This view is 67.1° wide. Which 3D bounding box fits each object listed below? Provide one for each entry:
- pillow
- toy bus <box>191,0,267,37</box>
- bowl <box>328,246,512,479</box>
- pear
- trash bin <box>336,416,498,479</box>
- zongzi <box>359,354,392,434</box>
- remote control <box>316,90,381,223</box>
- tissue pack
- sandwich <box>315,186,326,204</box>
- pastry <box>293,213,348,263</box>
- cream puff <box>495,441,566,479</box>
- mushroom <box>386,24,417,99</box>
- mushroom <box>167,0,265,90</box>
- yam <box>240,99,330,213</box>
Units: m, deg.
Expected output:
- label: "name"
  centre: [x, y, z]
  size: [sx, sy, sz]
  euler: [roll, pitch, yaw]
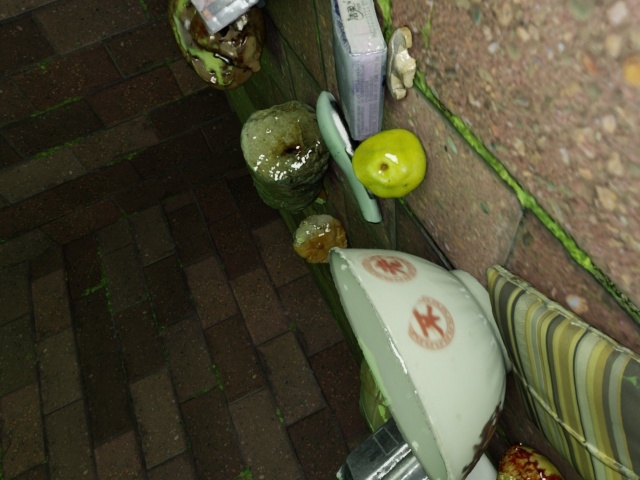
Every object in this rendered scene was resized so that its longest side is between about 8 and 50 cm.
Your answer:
- label: "pillow"
  centre: [0.233, 0.145, 0.448]
  size: [0.212, 0.052, 0.208]
  euler: [-129, 18, -68]
- label: "toy bus"
  centre: [-0.166, -0.451, 0.841]
  size: [0.138, 0.112, 0.317]
  euler: [54, -168, -29]
- label: "bowl"
  centre: [0.146, 0.134, 0.638]
  size: [0.337, 0.157, 0.337]
  euler: [156, 90, -83]
- label: "pear"
  centre: [0.089, -0.095, 0.600]
  size: [0.097, 0.092, 0.092]
  euler: [-42, -66, -53]
- label: "trash bin"
  centre: [0.242, 0.464, 0.808]
  size: [0.368, 0.296, 0.256]
  euler: [51, 170, 5]
- label: "zongzi"
  centre: [0.206, 0.376, 1.021]
  size: [0.356, 0.174, 0.393]
  euler: [54, 161, 40]
- label: "remote control"
  centre: [0.050, -0.144, 0.869]
  size: [0.256, 0.045, 0.097]
  euler: [64, 174, -9]
- label: "tissue pack"
  centre: [0.045, -0.209, 0.575]
  size: [0.156, 0.051, 0.112]
  euler: [78, -179, -68]
- label: "sandwich"
  centre: [-0.068, -0.207, 1.357]
  size: [0.258, 0.096, 0.094]
  euler: [64, 168, -6]
- label: "pastry"
  centre: [0.000, -0.002, 1.333]
  size: [0.081, 0.153, 0.153]
  euler: [-118, 7, -48]
- label: "cream puff"
  centre: [0.285, 0.352, 0.645]
  size: [0.149, 0.084, 0.149]
  euler: [157, 90, -81]
- label: "mushroom"
  centre: [0.087, -0.192, 0.528]
  size: [0.049, 0.019, 0.101]
  euler: [62, 173, 23]
- label: "mushroom"
  centre: [-0.229, -0.490, 1.132]
  size: [0.283, 0.195, 0.263]
  euler: [57, 134, 31]
- label: "yam"
  centre: [-0.075, -0.184, 1.091]
  size: [0.300, 0.195, 0.195]
  euler: [107, 137, -81]
